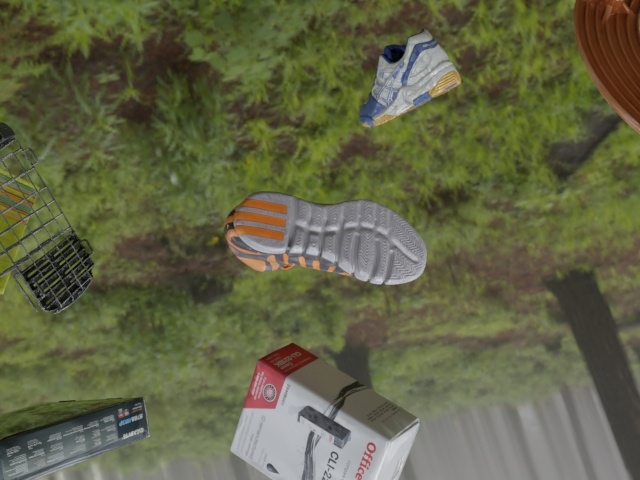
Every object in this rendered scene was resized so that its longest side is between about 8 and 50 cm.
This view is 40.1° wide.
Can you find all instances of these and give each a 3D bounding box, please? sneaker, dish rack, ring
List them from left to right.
[{"bbox_3d":[-0.415,-0.027,1.176,0.074,0.271,0.208,-27,-168,15],"label":"dish rack"},{"bbox_3d":[0.000,0.000,1.403,0.321,0.124,0.180,16,166,-14],"label":"sneaker"},{"bbox_3d":[0.155,-0.313,1.696,0.112,0.131,0.296,-30,-176,-30],"label":"sneaker"},{"bbox_3d":[0.388,-0.168,0.757,0.336,0.336,0.032,-14,147,-14],"label":"ring"}]

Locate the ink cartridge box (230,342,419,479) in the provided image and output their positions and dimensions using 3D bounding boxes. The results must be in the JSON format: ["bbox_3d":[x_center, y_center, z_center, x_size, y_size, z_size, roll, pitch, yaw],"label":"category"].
[{"bbox_3d":[0.004,0.331,1.486,0.114,0.273,0.197,-19,131,-57],"label":"ink cartridge box"}]

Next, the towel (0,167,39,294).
[{"bbox_3d":[-0.616,-0.022,1.671,0.102,0.237,0.021,25,150,-29],"label":"towel"}]

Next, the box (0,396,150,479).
[{"bbox_3d":[-0.328,0.222,0.969,0.175,0.051,0.220,-9,179,29],"label":"box"}]
